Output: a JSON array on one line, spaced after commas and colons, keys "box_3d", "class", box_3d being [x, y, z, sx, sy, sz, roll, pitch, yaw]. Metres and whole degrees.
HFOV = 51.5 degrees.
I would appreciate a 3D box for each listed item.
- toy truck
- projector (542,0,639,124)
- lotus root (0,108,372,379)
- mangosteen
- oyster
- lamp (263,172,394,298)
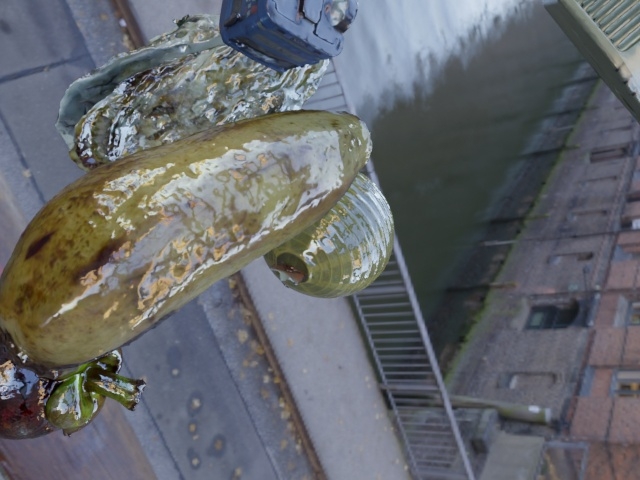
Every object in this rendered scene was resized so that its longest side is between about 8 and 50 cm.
[{"box_3d": [-0.019, -0.220, 0.457, 0.074, 0.088, 0.202, 18, 75, -40], "class": "toy truck"}, {"box_3d": [0.292, -0.117, 0.522, 0.269, 0.088, 0.193, 48, 22, -5], "class": "projector"}, {"box_3d": [-0.083, -0.017, 0.410, 0.258, 0.110, 0.097, -33, 122, -24], "class": "lotus root"}, {"box_3d": [-0.301, 0.129, 0.723, 0.172, 0.184, 0.173, 44, 35, -41], "class": "mangosteen"}, {"box_3d": [-0.117, -0.173, 0.748, 0.158, 0.351, 0.162, 52, -12, 16], "class": "oyster"}, {"box_3d": [0.000, 0.000, 1.164, 0.284, 0.250, 0.250, -51, 125, -47], "class": "lamp"}]
